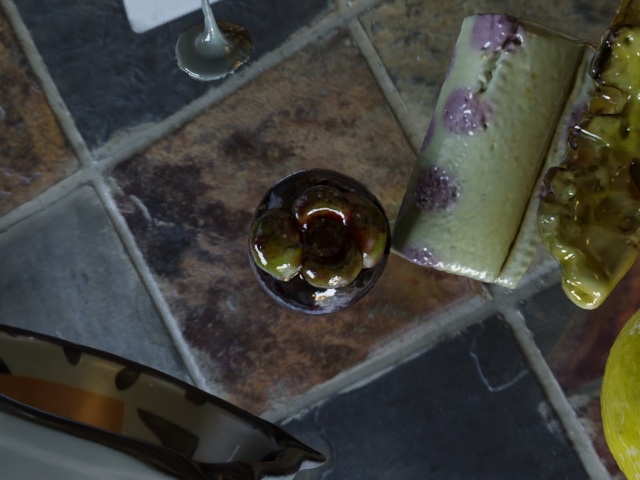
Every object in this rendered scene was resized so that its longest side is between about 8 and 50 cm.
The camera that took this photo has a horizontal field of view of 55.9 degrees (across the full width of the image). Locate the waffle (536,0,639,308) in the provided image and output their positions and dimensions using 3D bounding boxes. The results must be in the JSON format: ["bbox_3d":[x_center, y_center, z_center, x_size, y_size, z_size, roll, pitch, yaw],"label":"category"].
[{"bbox_3d":[0.241,-0.117,0.342,0.151,0.261,0.324,25,128,20],"label":"waffle"}]

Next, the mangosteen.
[{"bbox_3d":[0.000,0.000,0.798,0.209,0.210,0.210,0,92,9],"label":"mangosteen"}]

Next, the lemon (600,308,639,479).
[{"bbox_3d":[0.471,0.190,0.650,0.336,0.336,0.336,0,92,9],"label":"lemon"}]

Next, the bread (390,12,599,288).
[{"bbox_3d":[0.228,-0.113,0.807,0.187,0.155,0.338,14,101,-17],"label":"bread"}]

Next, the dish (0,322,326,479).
[{"bbox_3d":[-0.155,0.149,0.394,0.303,0.303,0.120,20,81,8],"label":"dish"}]

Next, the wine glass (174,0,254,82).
[{"bbox_3d":[-0.095,-0.229,0.426,0.074,0.262,0.074,0,63,0],"label":"wine glass"}]
